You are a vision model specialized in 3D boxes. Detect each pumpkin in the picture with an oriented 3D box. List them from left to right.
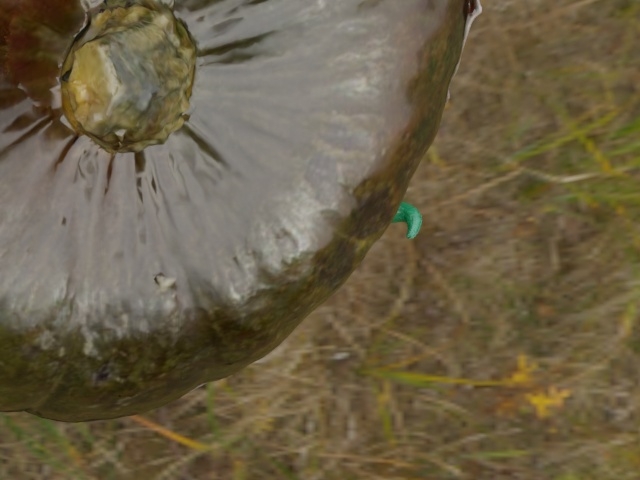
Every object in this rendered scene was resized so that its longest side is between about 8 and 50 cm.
[{"bbox_3d":[-0.075,-0.066,0.608,0.260,0.189,0.260,-6,108,-20],"label":"pumpkin"}]

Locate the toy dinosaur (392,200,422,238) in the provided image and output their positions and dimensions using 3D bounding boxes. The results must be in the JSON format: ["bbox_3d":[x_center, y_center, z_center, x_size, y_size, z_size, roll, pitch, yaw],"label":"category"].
[{"bbox_3d":[0.000,0.000,1.179,0.059,0.132,0.096,56,25,-47],"label":"toy dinosaur"}]
